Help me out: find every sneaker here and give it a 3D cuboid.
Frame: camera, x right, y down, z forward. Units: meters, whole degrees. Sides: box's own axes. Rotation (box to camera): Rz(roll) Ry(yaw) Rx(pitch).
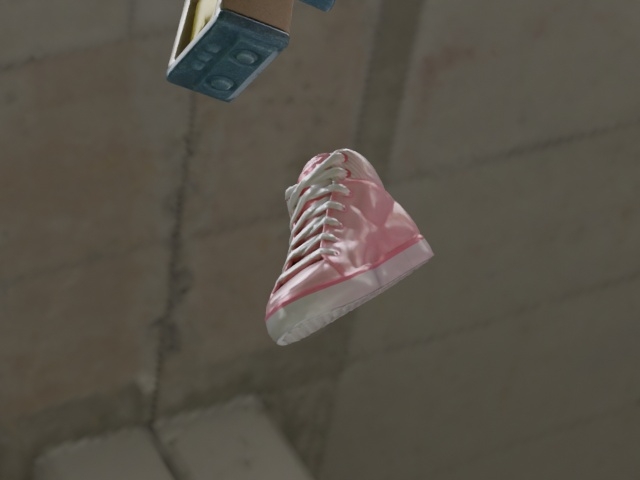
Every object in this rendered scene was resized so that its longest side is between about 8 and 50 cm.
[{"bbox_3d":[0.000,0.000,0.842,0.051,0.070,0.134,-33,-2,29],"label":"sneaker"}]

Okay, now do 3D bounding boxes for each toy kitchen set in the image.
[{"bbox_3d":[-0.105,-0.139,0.936,0.207,0.122,0.166,21,-27,-19],"label":"toy kitchen set"}]
